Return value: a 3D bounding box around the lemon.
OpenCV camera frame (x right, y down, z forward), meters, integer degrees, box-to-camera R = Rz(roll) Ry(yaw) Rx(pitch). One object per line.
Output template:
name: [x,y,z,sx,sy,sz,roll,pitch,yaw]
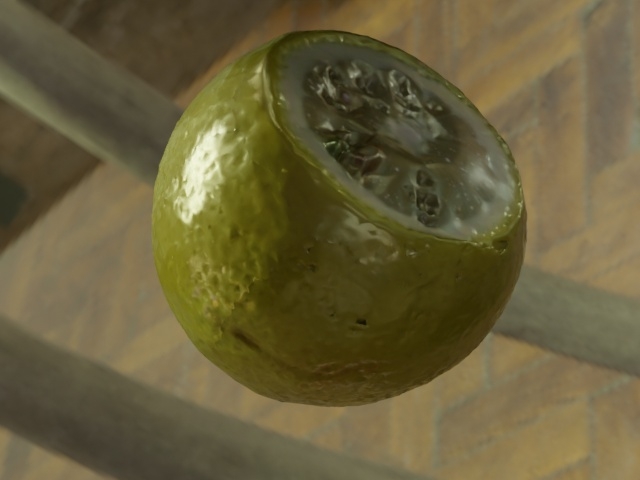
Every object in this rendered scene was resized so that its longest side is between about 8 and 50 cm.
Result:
lemon: [0.000,0.000,1.050,0.219,0.240,0.240,-53,25,38]
